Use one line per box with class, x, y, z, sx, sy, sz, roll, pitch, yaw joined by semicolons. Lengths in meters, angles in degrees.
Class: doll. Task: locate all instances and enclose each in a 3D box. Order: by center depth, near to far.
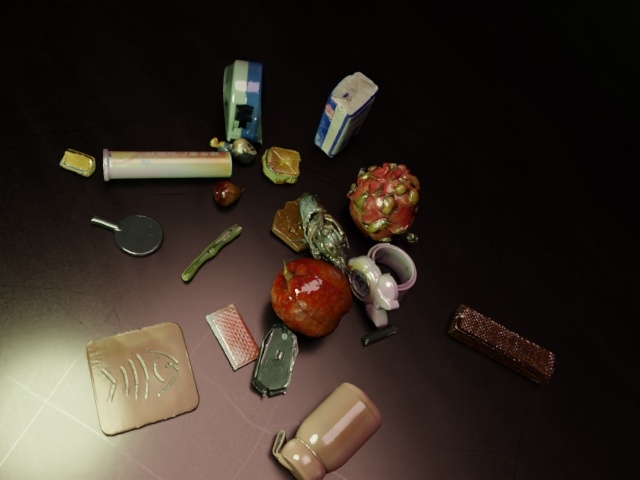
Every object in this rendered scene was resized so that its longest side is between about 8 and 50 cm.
doll;-0.311;-0.338;2.077;0.179;0.102;0.089;22;103;-8

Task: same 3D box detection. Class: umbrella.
umbrella;0.199;0.315;1.910;0.133;0.031;0.036;-17;71;-23

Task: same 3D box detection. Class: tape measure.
tape measure;-0.277;-0.521;2.087;0.138;0.262;0.260;1;62;-4

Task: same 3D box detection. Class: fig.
fig;-0.310;-0.165;1.996;0.125;0.089;0.089;-5;63;-40

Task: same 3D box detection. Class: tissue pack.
tissue pack;0.087;-0.474;2.143;0.137;0.270;0.209;37;61;4

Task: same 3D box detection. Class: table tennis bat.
table tennis bat;-0.632;-0.032;1.864;0.236;0.027;0.150;19;61;-7

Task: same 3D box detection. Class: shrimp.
shrimp;-0.001;-0.002;1.933;0.171;0.137;0.372;-27;58;10

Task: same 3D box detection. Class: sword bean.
sword bean;-0.364;0.038;1.896;0.043;0.038;0.269;26;57;28

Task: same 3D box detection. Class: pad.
pad;-0.524;0.399;1.678;0.283;0.018;0.287;-13;68;-20

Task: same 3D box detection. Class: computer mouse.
computer mouse;-0.144;0.372;1.769;0.126;0.071;0.231;19;70;-21

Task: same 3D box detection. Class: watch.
watch;0.230;0.131;1.931;0.217;0.211;0.249;-19;61;-32

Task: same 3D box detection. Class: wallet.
wallet;-0.273;0.302;1.795;0.103;0.020;0.197;-26;73;-24

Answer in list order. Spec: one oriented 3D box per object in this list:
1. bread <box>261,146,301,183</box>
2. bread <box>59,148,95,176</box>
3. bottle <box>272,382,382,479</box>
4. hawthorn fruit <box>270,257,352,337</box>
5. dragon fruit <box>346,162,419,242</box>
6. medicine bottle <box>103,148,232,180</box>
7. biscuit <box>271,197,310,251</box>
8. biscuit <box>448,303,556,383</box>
bread;-0.145;-0.274;2.094;0.140;0.069;0.128;5;64;-17
bread;-0.814;-0.262;1.918;0.105;0.053;0.072;21;83;-1
bottle;0.014;0.567;1.665;0.296;0.173;0.206;-39;47;-26
hawthorn fruit;-0.030;0.180;1.788;0.261;0.258;0.259;2;61;-39
dragon fruit;0.235;-0.135;2.001;0.250;0.291;0.269;-4;66;-23
medicine bottle;-0.525;-0.263;1.970;0.425;0.108;0.108;-3;65;-19
biscuit;-0.065;-0.068;2.029;0.182;0.034;0.215;40;59;2
biscuit;0.630;0.361;1.981;0.388;0.073;0.107;29;59;0
